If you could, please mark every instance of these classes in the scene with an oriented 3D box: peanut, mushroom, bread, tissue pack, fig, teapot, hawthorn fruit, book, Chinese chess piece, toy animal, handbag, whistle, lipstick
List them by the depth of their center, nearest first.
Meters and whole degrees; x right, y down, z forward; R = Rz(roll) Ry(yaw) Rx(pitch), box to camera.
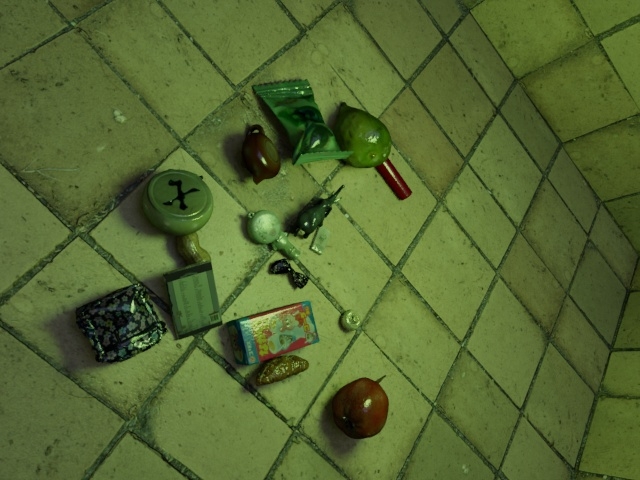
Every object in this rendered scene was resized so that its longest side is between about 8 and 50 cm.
[{"bbox_3d":[-0.585,0.251,1.577,0.229,0.127,0.207,-27,101,-36],"label":"handbag"},{"bbox_3d":[-0.412,0.192,1.724,0.158,0.026,0.231,-16,109,-29],"label":"book"},{"bbox_3d":[-0.465,-0.129,1.733,0.238,0.092,0.237,13,54,-18],"label":"Chinese chess piece"},{"bbox_3d":[-0.420,0.041,1.769,0.089,0.089,0.192,-29,96,-36],"label":"peanut"},{"bbox_3d":[-0.136,0.443,1.855,0.233,0.105,0.075,-7,89,-42],"label":"bread"},{"bbox_3d":[-0.238,-0.322,1.962,0.178,0.135,0.252,41,31,-59],"label":"teapot"},{"bbox_3d":[-0.175,-0.019,1.963,0.258,0.067,0.126,42,72,-24],"label":"whistle"},{"bbox_3d":[0.167,0.601,1.969,0.262,0.211,0.210,-40,102,-42],"label":"hawthorn fruit"},{"bbox_3d":[-0.009,-0.104,2.046,0.082,0.137,0.269,44,66,4],"label":"toy animal"},{"bbox_3d":[0.121,0.313,2.086,0.084,0.067,0.083,11,67,-28],"label":"mushroom"},{"bbox_3d":[0.000,0.000,2.102,0.056,0.023,0.108,32,62,-24],"label":"tissue pack"},{"bbox_3d":[0.145,-0.435,2.228,0.233,0.314,0.233,-27,134,-31],"label":"fig"},{"bbox_3d":[0.304,-0.304,2.355,0.279,0.073,0.073,51,56,-15],"label":"lipstick"}]

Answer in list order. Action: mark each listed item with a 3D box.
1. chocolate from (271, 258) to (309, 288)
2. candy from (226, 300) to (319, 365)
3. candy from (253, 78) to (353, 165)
[{"bbox_3d":[-0.112,0.119,1.974,0.147,0.070,0.072,38,56,-27],"label":"chocolate"},{"bbox_3d":[-0.163,0.322,1.870,0.306,0.100,0.157,-12,87,-37],"label":"candy"},{"bbox_3d":[-0.073,-0.470,2.084,0.263,0.172,0.397,-15,75,-40],"label":"candy"}]
